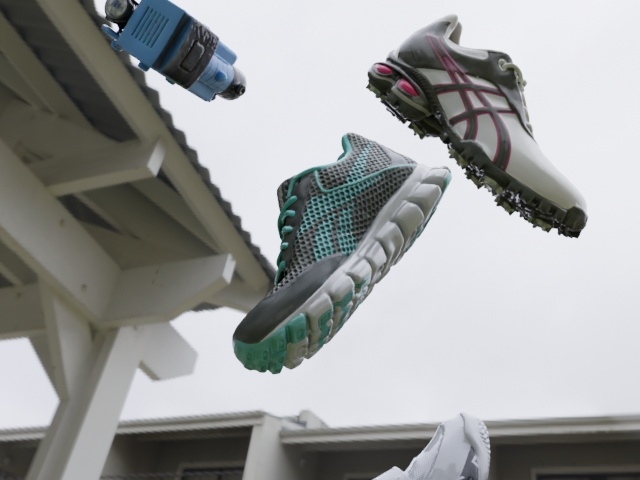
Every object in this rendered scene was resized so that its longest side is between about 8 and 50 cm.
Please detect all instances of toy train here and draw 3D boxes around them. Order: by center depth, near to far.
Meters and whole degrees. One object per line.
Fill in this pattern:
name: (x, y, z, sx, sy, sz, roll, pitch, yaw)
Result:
toy train: (-0.143, -0.195, 0.701, 0.105, 0.080, 0.184, 38, 6, 21)

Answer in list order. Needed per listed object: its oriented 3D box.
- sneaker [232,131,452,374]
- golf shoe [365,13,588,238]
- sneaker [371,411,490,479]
sneaker: (0.000, 0.000, 0.362, 0.076, 0.166, 0.065, 35, -38, 13)
golf shoe: (0.164, -0.118, 0.651, 0.120, 0.273, 0.105, -45, -25, 7)
sneaker: (0.045, 0.321, 0.793, 0.210, 0.365, 0.137, 32, -28, 10)
